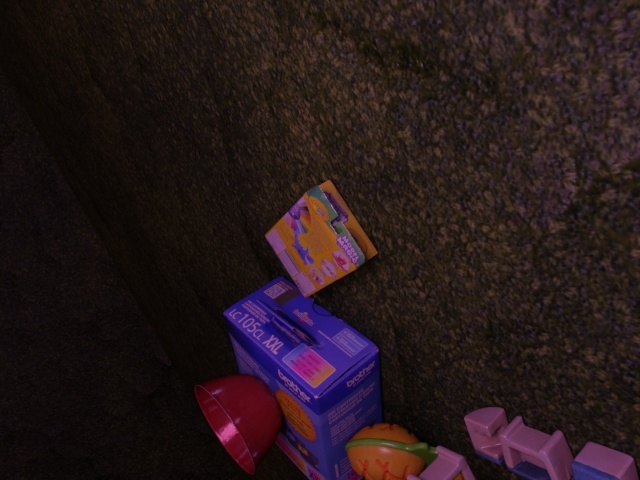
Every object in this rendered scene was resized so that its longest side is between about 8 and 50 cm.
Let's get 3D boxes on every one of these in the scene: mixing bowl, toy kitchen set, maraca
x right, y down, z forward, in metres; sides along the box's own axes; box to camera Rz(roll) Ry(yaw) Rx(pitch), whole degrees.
[{"bbox_3d":[-0.133,0.305,0.990,0.181,0.098,0.182,38,145,32],"label":"mixing bowl"},{"bbox_3d":[0.238,0.316,0.661,0.207,0.166,0.122,6,122,56],"label":"toy kitchen set"},{"bbox_3d":[0.129,0.358,0.931,0.185,0.099,0.127,-11,141,30],"label":"maraca"}]

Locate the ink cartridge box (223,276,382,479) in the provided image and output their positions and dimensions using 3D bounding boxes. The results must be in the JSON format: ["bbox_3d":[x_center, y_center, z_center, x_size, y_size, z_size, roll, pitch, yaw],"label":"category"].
[{"bbox_3d":[-0.028,0.253,1.038,0.270,0.151,0.396,32,140,39],"label":"ink cartridge box"}]

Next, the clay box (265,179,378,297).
[{"bbox_3d":[0.000,0.000,0.840,0.127,0.053,0.222,57,150,2],"label":"clay box"}]
